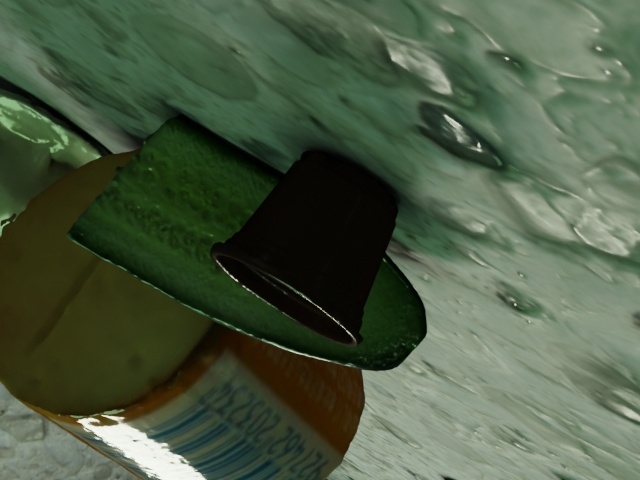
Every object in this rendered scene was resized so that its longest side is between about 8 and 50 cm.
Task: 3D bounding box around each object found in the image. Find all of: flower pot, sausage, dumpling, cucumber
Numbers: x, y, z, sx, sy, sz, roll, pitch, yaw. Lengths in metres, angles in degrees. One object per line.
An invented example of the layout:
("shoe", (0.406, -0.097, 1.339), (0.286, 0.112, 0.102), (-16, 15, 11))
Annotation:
("flower pot", (0.000, 0.000, 0.791), (0.111, 0.089, 0.111), (31, 168, 7))
("sausage", (-0.113, 0.091, 1.080), (0.233, 0.233, 0.287), (24, 166, 31))
("dumpling", (-0.257, -0.053, 1.166), (0.173, 0.142, 0.247), (-18, 132, 26))
("cucumber", (-0.040, 0.017, 0.895), (0.244, 0.115, 0.063), (32, 173, 6))
